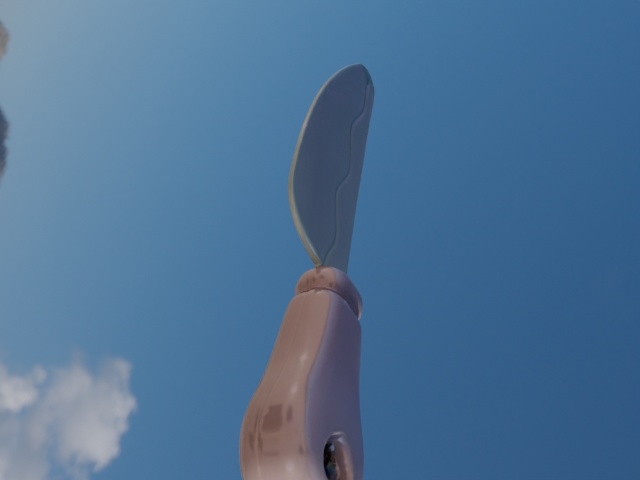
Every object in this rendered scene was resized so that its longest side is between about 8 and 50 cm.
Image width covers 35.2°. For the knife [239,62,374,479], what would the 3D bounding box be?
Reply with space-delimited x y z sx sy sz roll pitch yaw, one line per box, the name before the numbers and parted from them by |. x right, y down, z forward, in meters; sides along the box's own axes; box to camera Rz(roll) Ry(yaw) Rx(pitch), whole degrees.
knife | -0.001 -0.001 0.557 0.043 0.081 0.336 -17 -137 23
